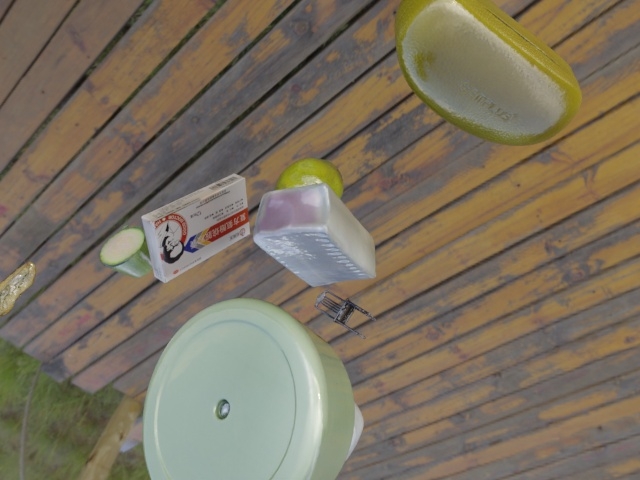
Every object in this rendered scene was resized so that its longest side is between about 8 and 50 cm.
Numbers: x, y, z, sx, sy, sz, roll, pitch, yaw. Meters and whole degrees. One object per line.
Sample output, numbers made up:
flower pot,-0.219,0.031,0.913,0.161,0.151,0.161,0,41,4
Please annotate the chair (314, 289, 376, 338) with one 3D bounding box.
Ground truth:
chair,0.061,0.218,1.662,0.213,0.084,0.101,30,172,25

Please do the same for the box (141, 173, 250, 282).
box,-0.368,-0.045,1.628,0.069,0.353,0.214,25,130,33

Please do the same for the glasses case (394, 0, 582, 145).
glasses case,0.278,-0.280,0.906,0.372,0.141,0.173,23,140,-26

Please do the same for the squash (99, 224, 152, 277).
squash,-0.630,0.043,1.768,0.170,0.170,0.122,-14,141,19

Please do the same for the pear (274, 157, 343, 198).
pear,-0.037,-0.169,1.754,0.213,0.269,0.212,25,133,30

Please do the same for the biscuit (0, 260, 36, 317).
biscuit,-0.792,0.136,1.344,0.118,0.183,0.061,-27,118,32

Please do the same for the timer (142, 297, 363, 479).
timer,-0.049,0.261,0.786,0.291,0.290,0.315,-20,151,23

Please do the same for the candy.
candy,-0.002,-0.001,1.403,0.208,0.144,0.359,-10,152,25
